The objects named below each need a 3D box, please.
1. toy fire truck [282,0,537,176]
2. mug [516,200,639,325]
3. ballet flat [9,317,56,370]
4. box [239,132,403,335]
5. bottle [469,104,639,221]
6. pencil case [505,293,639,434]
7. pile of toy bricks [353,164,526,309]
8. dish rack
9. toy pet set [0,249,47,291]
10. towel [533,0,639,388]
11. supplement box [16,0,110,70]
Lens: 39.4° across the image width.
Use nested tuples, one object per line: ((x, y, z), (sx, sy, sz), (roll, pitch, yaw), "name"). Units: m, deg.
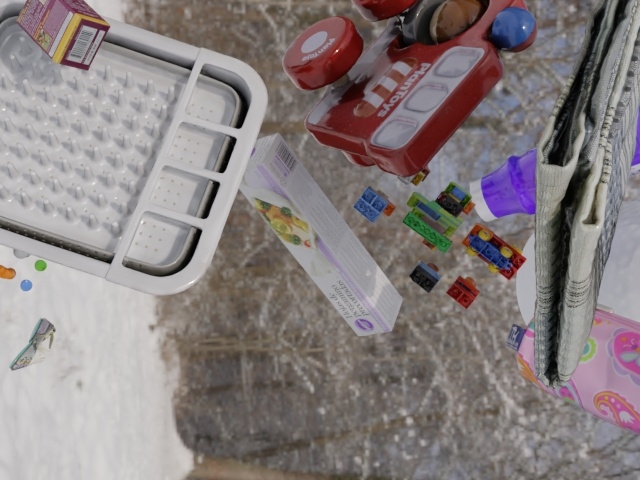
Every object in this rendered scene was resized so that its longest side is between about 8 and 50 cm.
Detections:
((0.122, -0.208, 1.052), (0.254, 0.302, 0.169), (25, -22, 53), "toy fire truck")
((0.554, 0.068, 1.416), (0.328, 0.373, 0.276), (173, -87, -74), "mug")
((-0.427, 0.161, 1.344), (0.114, 0.041, 0.041), (-76, 174, -56), "ballet flat")
((0.000, 0.000, 1.198), (0.324, 0.063, 0.067), (51, 44, -29), "box")
((0.353, -0.105, 1.276), (0.282, 0.118, 0.092), (-22, -93, 30), "bottle")
((0.341, 0.142, 0.930), (0.284, 0.124, 0.124), (23, -62, 45), "pencil case")
((0.142, -0.021, 1.071), (0.118, 0.212, 0.105), (-54, 171, 25), "pile of toy bricks")
((-0.246, -0.100, 0.953), (0.072, 0.332, 0.286), (114, -6, -68), "dish rack")
((-0.383, -0.021, 1.117), (0.122, 0.114, 0.065), (-54, -149, 0), "toy pet set")
((0.251, -0.070, 0.786), (0.312, 0.056, 0.324), (-63, 153, -29), "towel")
((-0.256, -0.215, 0.888), (0.083, 0.043, 0.055), (45, -67, 27), "supplement box")
